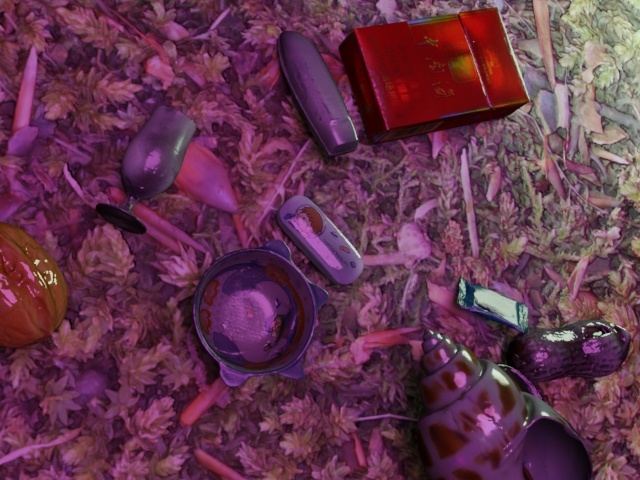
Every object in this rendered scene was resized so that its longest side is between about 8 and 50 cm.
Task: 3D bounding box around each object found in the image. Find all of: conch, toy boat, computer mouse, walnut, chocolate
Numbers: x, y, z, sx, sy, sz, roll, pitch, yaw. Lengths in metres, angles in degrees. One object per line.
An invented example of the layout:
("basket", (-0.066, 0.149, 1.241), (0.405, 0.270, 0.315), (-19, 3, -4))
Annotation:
("conch", (0.277, 0.310, 1.597), (0.249, 0.197, 0.368), (-26, 119, 6))
("toy boat", (-0.013, -0.261, 1.736), (0.078, 0.085, 0.260), (-17, 71, -24))
("computer mouse", (0.324, 0.259, 1.707), (0.172, 0.099, 0.057), (36, 52, -3))
("walnut", (-0.459, 0.064, 1.436), (0.159, 0.159, 0.206), (-40, 87, -25))
("chocolate", (0.440, 0.199, 1.763), (0.248, 0.110, 0.110), (-2, 77, -18))

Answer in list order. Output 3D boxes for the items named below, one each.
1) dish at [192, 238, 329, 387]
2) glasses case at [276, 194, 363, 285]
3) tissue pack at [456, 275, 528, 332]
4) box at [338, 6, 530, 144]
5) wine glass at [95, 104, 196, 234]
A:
("dish", (-0.106, 0.129, 1.585), (0.228, 0.086, 0.236), (46, 65, -5))
("glasses case", (0.000, 0.000, 1.681), (0.178, 0.045, 0.067), (47, 65, -3))
("tissue pack", (0.306, 0.117, 1.757), (0.138, 0.028, 0.085), (21, 34, -2))
("box", (0.212, -0.306, 1.820), (0.313, 0.089, 0.197), (-14, 80, -24))
("wine glass", (-0.275, -0.117, 1.585), (0.093, 0.093, 0.202), (30, 68, -11))
